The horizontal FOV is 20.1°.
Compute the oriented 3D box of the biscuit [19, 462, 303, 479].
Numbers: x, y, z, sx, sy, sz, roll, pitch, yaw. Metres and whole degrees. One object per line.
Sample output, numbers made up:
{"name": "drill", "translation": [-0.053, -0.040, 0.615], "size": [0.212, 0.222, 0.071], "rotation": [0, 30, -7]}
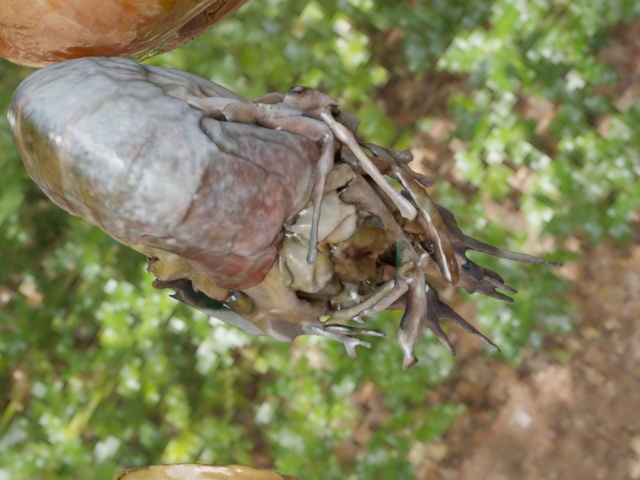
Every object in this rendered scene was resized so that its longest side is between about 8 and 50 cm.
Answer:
{"name": "biscuit", "translation": [-0.115, 0.196, 1.201], "size": [0.339, 0.216, 0.047], "rotation": [-26, 59, 56]}

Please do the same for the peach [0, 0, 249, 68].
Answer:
{"name": "peach", "translation": [-0.099, -0.195, 0.953], "size": [0.214, 0.214, 0.235], "rotation": [-48, -22, 24]}

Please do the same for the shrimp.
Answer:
{"name": "shrimp", "translation": [-0.001, -0.006, 0.887], "size": [0.145, 0.343, 0.116], "rotation": [7, 78, 50]}
